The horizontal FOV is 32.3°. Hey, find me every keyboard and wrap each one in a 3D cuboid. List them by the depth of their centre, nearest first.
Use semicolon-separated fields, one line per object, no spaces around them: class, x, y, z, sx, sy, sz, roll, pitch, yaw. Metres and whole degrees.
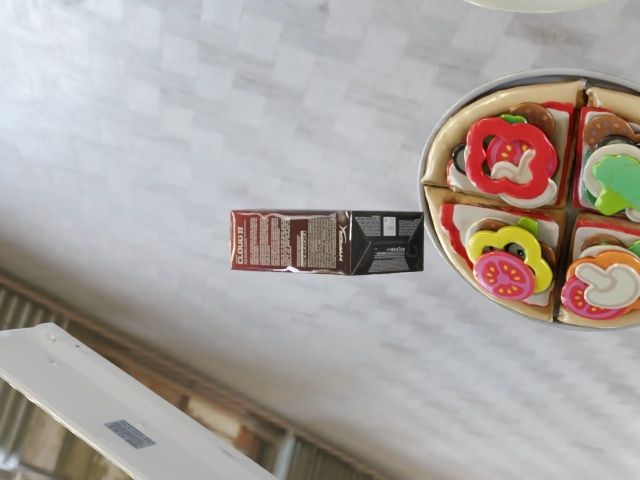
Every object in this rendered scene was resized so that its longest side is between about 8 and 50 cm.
keyboard;-0.102;0.110;0.629;0.256;0.014;0.072;28;-158;30

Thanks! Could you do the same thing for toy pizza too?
toy pizza;0.156;-0.015;0.699;0.201;0.032;0.201;13;130;16

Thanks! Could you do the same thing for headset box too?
headset box;0.000;0.000;0.544;0.083;0.032;0.062;0;-179;37

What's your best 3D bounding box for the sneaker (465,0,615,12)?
sneaker;0.216;-0.257;0.663;0.350;0.131;0.148;-24;140;-11
